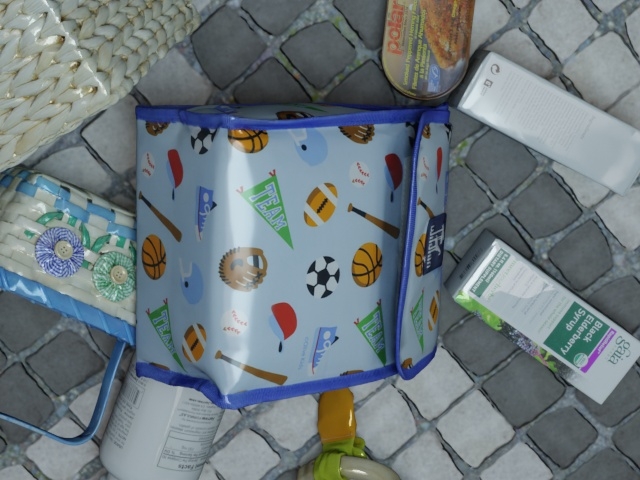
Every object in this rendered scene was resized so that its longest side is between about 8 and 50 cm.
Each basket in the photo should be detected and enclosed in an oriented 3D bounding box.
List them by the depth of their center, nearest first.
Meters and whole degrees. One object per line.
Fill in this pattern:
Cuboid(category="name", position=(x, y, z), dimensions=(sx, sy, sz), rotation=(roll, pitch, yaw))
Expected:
Cuboid(category="basket", position=(-0.346, -0.236, 1.420), dimensions=(0.331, 0.328, 0.266), rotation=(-29, 105, 24))
Cuboid(category="basket", position=(-0.331, 0.072, 1.545), dimensions=(0.255, 0.201, 0.288), rotation=(24, 87, -33))

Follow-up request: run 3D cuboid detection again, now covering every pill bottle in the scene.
Cuboid(category="pill bottle", position=(-0.200, 0.244, 1.642), dimensions=(0.131, 0.131, 0.229), rotation=(20, 98, -6))

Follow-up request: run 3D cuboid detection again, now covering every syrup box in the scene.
Cuboid(category="syrup box", position=(0.278, 0.094, 1.658), dimensions=(0.237, 0.096, 0.093), rotation=(36, 96, -7))

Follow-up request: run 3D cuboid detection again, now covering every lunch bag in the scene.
Cuboid(category="lunch bag", position=(0.000, 0.000, 1.538), dimensions=(0.386, 0.239, 0.327), rotation=(-4, 102, -39))

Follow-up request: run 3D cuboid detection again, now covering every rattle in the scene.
Cuboid(category="rattle", position=(0.074, 0.287, 1.716), dimensions=(0.200, 0.142, 0.130), rotation=(21, 131, -21))

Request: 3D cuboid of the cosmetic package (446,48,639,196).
Cuboid(category="cosmetic package", position=(0.276, -0.144, 1.608), dimensions=(0.231, 0.117, 0.085), rotation=(29, 98, -6))

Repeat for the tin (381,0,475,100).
Cuboid(category="tin", position=(0.128, -0.263, 1.606), dimensions=(0.106, 0.040, 0.189), rotation=(7, 89, -7))
